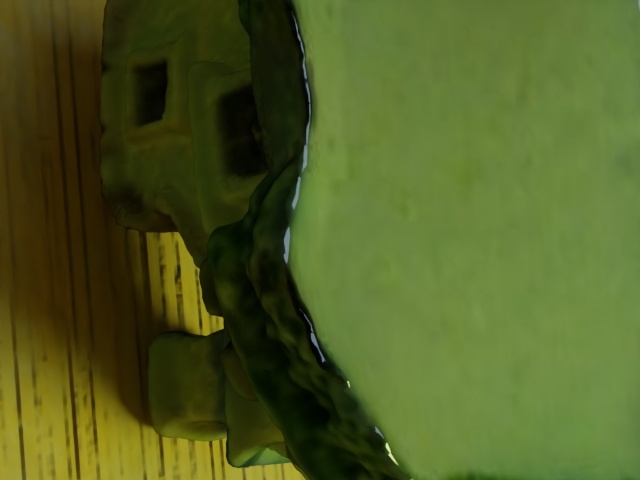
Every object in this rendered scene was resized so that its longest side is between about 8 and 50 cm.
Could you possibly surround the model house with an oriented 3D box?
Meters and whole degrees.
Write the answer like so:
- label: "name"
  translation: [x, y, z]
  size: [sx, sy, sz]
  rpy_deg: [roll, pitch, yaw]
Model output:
- label: "model house"
  translation: [0.000, 0.000, 0.608]
  size: [0.195, 0.189, 0.214]
  rpy_deg: [-1, 85, -42]
